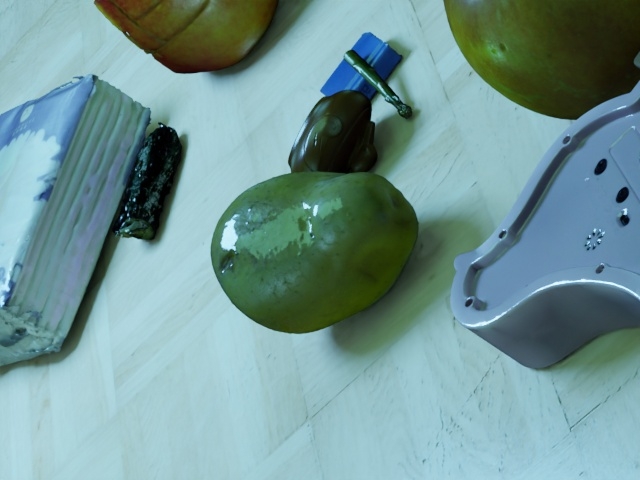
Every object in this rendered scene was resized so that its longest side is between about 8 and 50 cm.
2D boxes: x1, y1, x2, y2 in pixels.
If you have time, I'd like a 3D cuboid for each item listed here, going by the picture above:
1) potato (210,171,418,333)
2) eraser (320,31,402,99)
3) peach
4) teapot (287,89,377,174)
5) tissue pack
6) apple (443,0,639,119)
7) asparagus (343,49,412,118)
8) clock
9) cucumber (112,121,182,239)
[{"bbox_3d":[0.000,0.000,1.856,0.194,0.157,0.157,-29,38,35],"label":"potato"},{"bbox_3d":[0.043,-0.176,2.098,0.084,0.027,0.063,-52,29,4],"label":"eraser"},{"bbox_3d":[-0.177,-0.343,2.347,0.245,0.275,0.248,-59,35,-1],"label":"peach"},{"bbox_3d":[0.018,-0.089,2.007,0.129,0.078,0.098,-62,-12,5],"label":"teapot"},{"bbox_3d":[-0.357,-0.016,2.414,0.242,0.125,0.343,-16,47,48],"label":"tissue pack"},{"bbox_3d":[0.224,-0.218,1.712,0.237,0.207,0.237,-27,35,20],"label":"apple"},{"bbox_3d":[0.060,-0.160,2.037,0.127,0.018,0.015,49,128,43],"label":"asparagus"},{"bbox_3d":[0.242,0.016,1.553,0.275,0.080,0.290,-47,29,14],"label":"clock"},{"bbox_3d":[-0.200,-0.068,2.320,0.053,0.053,0.181,-26,39,41],"label":"cucumber"}]
